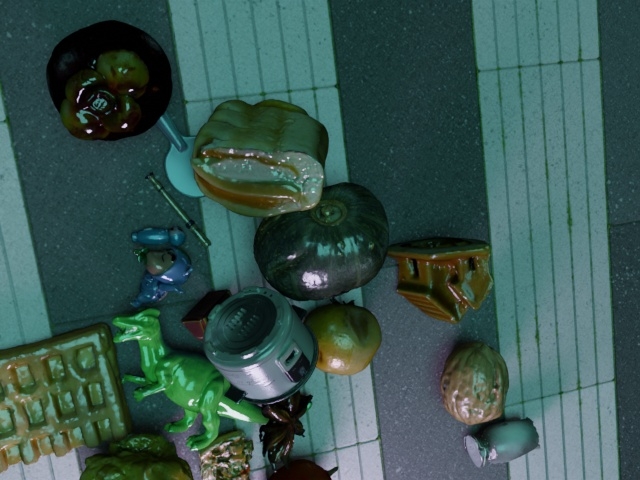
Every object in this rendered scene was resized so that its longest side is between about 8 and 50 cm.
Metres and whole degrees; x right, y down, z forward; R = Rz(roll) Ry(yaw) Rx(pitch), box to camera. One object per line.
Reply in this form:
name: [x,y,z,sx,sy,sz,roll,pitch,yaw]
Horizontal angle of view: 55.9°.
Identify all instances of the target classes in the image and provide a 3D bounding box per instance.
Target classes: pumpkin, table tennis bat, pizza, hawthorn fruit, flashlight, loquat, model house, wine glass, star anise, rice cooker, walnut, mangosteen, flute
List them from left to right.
mangosteen: [-0.458,-0.342,1.309,0.288,0.287,0.233,-23,98,-10]
flashlight: [-0.400,-0.008,1.492,0.129,0.051,0.051,-4,98,-11]
flute: [-0.353,-0.073,1.506,0.027,0.027,0.233,-39,105,-7]
table tennis bat: [-0.333,-0.216,1.489,0.149,0.038,0.237,-36,109,-6]
pizza: [-0.247,0.619,1.607,0.147,0.069,0.226,-4,98,-16]
rice cooker: [-0.138,0.253,1.440,0.280,0.241,0.227,-54,139,-25]
star anise: [-0.110,0.455,1.540,0.103,0.272,0.271,6,98,24]
hawthorn fruit: [-0.053,0.680,1.598,0.250,0.215,0.215,-42,106,-19]
pumpkin: [0.000,0.000,1.475,0.328,0.291,0.257,-4,136,-1]
loquat: [0.057,0.249,1.569,0.213,0.213,0.212,-2,98,-14]
model house: [0.331,0.114,1.616,0.174,0.268,0.238,-16,103,-33]
walnut: [0.432,0.400,1.691,0.198,0.198,0.244,4,100,-15]
wine glass: [0.539,0.597,1.783,0.205,0.111,0.111,-11,100,-11]

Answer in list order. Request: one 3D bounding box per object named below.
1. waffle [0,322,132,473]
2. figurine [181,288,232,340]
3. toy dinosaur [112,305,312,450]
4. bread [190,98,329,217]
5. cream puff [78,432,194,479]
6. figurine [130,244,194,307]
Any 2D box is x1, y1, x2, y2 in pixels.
waffle: [-0.660,0.379,1.463,0.349,0.077,0.303,-13,100,-13]
figurine: [-0.260,0.188,1.513,0.154,0.083,0.098,-47,117,-47]
toy dinosaur: [-0.265,0.323,1.556,0.501,0.144,0.373,-8,98,-28]
bread: [-0.134,-0.197,1.419,0.301,0.341,0.210,8,125,-5]
cream puff: [-0.438,0.562,1.466,0.282,0.282,0.185,12,77,-16]
figurine: [-0.406,0.081,1.473,0.144,0.114,0.178,40,95,-26]
